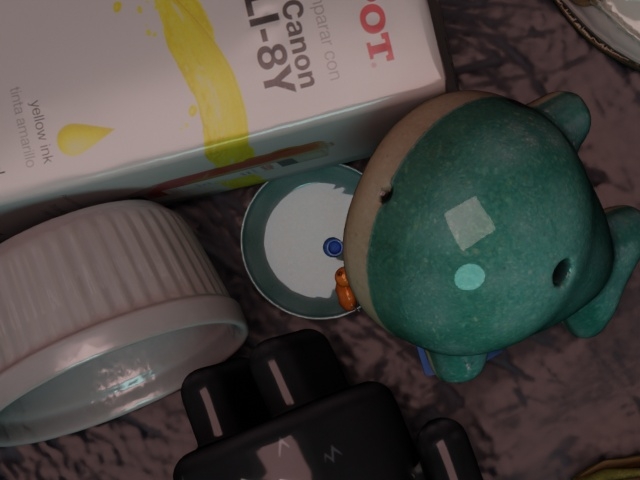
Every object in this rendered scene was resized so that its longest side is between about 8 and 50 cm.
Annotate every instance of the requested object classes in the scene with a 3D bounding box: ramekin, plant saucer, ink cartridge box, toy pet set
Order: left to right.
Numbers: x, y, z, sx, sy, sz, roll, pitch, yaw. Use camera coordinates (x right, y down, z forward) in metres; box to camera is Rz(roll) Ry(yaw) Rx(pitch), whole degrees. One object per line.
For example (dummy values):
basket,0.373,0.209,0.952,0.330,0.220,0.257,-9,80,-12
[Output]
ramekin,-0.165,0.056,1.274,0.207,0.207,0.109,-25,75,5
ink cartridge box,-0.115,-0.177,1.288,0.385,0.160,0.279,-14,81,6
plant saucer,0.000,0.000,1.344,0.119,0.021,0.119,0,88,6
toy pet set,0.079,0.038,1.297,0.122,0.065,0.114,-17,94,-11

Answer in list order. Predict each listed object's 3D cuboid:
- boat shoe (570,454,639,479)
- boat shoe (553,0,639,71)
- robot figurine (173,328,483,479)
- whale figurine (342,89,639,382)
boat shoe,0.326,0.158,1.255,0.307,0.111,0.104,-23,86,5
boat shoe,0.198,-0.222,1.291,0.302,0.103,0.113,41,92,6
robot figurine,0.000,0.205,1.256,0.174,0.209,0.278,-18,84,-31
whale figurine,0.144,0.007,1.208,0.141,0.272,0.216,29,97,45
